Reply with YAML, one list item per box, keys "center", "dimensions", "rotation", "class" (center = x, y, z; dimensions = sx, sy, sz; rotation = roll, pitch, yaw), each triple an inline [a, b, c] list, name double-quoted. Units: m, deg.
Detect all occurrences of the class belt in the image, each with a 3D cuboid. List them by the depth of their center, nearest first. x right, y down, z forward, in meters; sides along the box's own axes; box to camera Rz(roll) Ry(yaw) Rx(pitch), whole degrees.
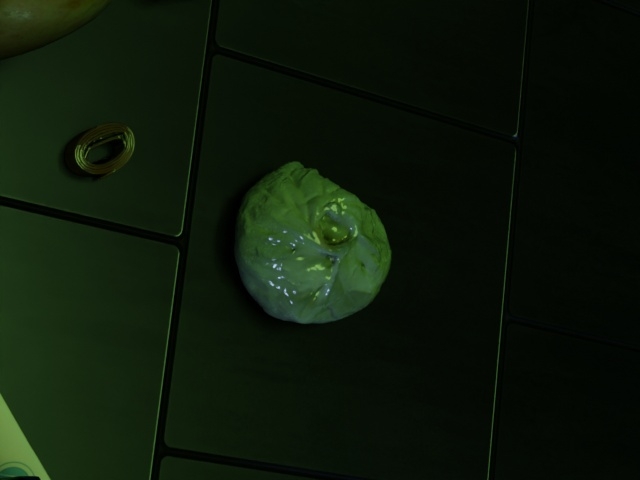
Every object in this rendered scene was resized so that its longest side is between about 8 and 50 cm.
- center: [-0.255, -0.104, 1.904]
  dimensions: [0.083, 0.036, 0.059]
  rotation: [-29, 100, -32]
  class: "belt"

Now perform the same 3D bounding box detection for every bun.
- center: [0.000, 0.000, 2.004]
  dimensions: [0.212, 0.126, 0.204]
  rotation: [-8, 89, -35]
  class: "bun"

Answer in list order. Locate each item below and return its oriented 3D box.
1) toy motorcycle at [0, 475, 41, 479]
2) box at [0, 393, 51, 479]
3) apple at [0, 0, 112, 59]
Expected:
- center: [-0.380, 0.277, 1.460]
  dimensions: [0.331, 0.125, 0.196]
  rotation: [-1, 84, -46]
  class: "toy motorcycle"
- center: [-0.415, 0.174, 1.584]
  dimensions: [0.200, 0.065, 0.343]
  rotation: [-33, 111, -20]
  class: "box"
- center: [-0.361, -0.352, 1.705]
  dimensions: [0.305, 0.338, 0.339]
  rotation: [-8, 87, -48]
  class: "apple"
